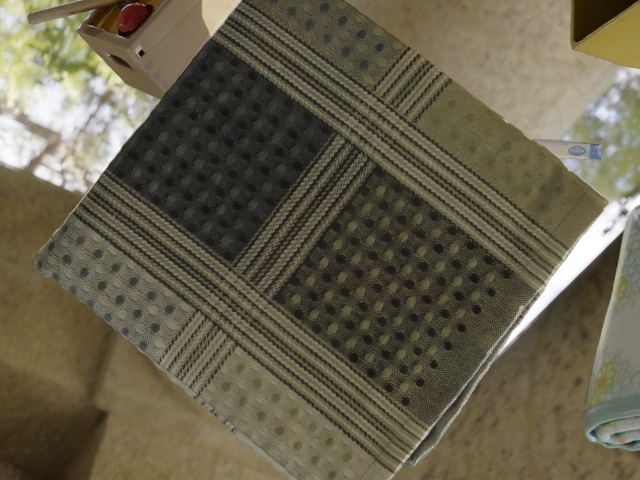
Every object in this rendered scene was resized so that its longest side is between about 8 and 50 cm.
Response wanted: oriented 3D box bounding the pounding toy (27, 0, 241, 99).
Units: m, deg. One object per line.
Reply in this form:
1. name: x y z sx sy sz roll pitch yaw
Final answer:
1. pounding toy: -0.152 -0.192 1.183 0.130 0.141 0.100 -49 -55 -10

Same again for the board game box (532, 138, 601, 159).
1. board game box: 0.253 -0.103 1.553 0.090 0.090 0.020 -1 -83 -20

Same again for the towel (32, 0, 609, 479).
1. towel: 0.000 0.000 1.037 0.324 0.056 0.312 39 -89 7

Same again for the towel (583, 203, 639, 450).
1. towel: 0.469 0.070 1.579 0.090 0.374 0.320 33 -119 -23

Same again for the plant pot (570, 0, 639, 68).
1. plant pot: 0.221 -0.158 0.900 0.083 0.081 0.081 21 -121 -25
